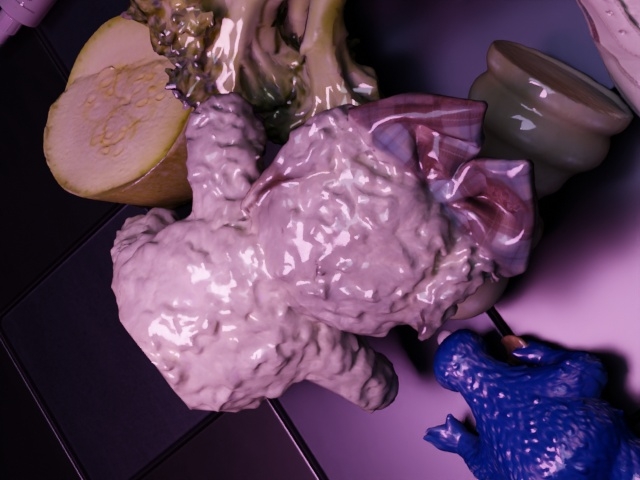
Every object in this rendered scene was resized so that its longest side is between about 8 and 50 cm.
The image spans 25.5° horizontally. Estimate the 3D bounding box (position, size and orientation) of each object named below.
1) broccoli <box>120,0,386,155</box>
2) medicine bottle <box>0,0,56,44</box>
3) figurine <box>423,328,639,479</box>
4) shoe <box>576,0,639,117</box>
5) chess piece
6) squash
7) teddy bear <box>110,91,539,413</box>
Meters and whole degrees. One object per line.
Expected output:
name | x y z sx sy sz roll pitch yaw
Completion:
broccoli | -0.029 -0.301 1.258 0.353 0.275 0.397 24 143 -4
medicine bottle | -0.316 -0.279 1.560 0.199 0.057 0.057 -47 71 19
figurine | 0.196 0.172 1.273 0.262 0.120 0.164 28 106 26
shoe | 0.259 -0.230 1.186 0.132 0.210 0.342 -26 80 24
chess piece | 0.161 -0.040 1.288 0.144 0.144 0.251 36 112 22
squash | -0.194 -0.142 1.467 0.220 0.133 0.220 -3 84 32
teddy bear | 0.000 0.000 1.283 0.362 0.375 0.327 -35 96 3
